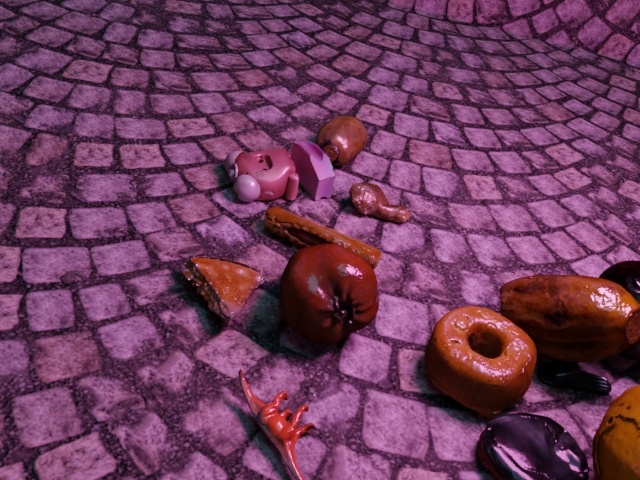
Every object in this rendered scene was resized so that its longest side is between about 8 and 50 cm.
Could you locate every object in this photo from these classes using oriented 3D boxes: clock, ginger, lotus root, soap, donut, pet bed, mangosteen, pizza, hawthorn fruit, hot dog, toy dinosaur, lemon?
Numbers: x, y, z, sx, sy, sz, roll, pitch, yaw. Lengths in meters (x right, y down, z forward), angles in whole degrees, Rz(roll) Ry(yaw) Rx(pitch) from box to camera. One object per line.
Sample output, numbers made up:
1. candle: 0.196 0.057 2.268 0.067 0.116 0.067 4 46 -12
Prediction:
1. clock: -0.147 -0.166 1.870 0.162 0.092 0.166 -5 42 -20
2. ginger: 0.145 -0.095 1.899 0.165 0.067 0.096 22 36 -11
3. lotus root: 0.504 0.158 1.547 0.291 0.193 0.193 -1 23 41
4. soap: -0.023 -0.183 1.921 0.056 0.100 0.149 -13 46 -31
5. donut: 0.312 0.231 1.498 0.227 0.114 0.226 8 38 -6
6. pet bed: 0.383 0.389 1.370 0.201 0.053 0.201 8 38 -6
7. mangosteen: 0.663 0.160 1.645 0.216 0.216 0.216 9 38 -7
8. pizza: -0.190 0.106 1.541 0.185 0.052 0.195 11 33 -16
9. lotus root: 0.060 -0.277 2.060 0.125 0.118 0.221 35 42 -2
10. hawthorn fruit: 0.003 0.085 1.533 0.199 0.199 0.251 -4 31 -22
11. hot dog: 0.000 0.000 1.729 0.289 0.068 0.083 22 15 17
12. toy dinosaur: -0.054 0.328 1.307 0.101 0.055 0.279 -32 58 -33
13. lemon: 0.606 0.375 1.275 0.297 0.297 0.297 9 38 -7

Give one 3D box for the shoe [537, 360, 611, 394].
1. shoe: 0.525 0.272 1.567 0.159 0.053 0.062 14 41 -4
